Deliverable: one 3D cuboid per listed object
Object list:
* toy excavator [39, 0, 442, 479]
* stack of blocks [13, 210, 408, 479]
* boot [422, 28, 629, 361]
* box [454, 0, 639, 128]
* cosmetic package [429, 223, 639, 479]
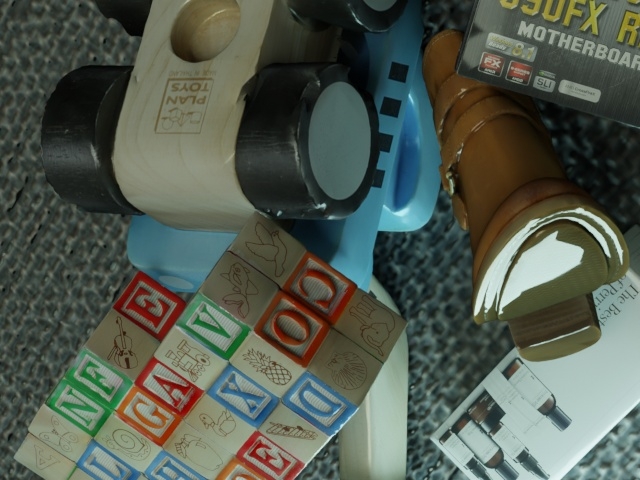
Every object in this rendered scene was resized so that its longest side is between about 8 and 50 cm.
[{"bbox_3d":[0.000,0.000,1.487,0.222,0.445,0.433,1,68,32],"label":"toy excavator"},{"bbox_3d":[-0.085,0.106,1.379,0.171,0.087,0.297,35,140,-3],"label":"stack of blocks"},{"bbox_3d":[0.131,-0.053,1.333,0.109,0.283,0.220,-19,72,9],"label":"boot"},{"bbox_3d":[0.222,-0.163,1.264,0.231,0.056,0.183,17,105,1],"label":"box"},{"bbox_3d":[0.192,0.105,1.492,0.099,0.060,0.239,44,125,8],"label":"cosmetic package"}]
